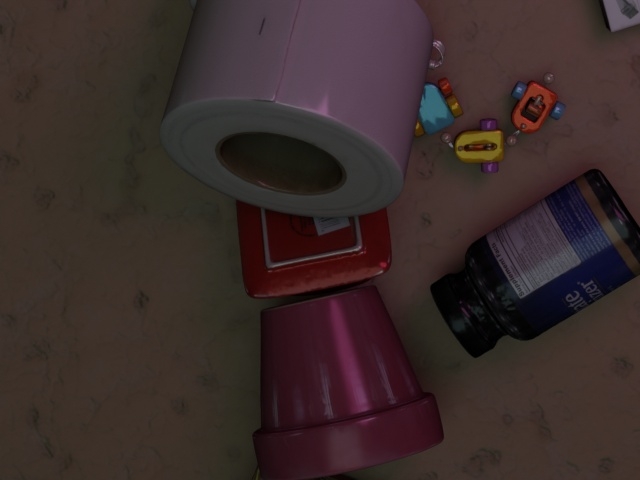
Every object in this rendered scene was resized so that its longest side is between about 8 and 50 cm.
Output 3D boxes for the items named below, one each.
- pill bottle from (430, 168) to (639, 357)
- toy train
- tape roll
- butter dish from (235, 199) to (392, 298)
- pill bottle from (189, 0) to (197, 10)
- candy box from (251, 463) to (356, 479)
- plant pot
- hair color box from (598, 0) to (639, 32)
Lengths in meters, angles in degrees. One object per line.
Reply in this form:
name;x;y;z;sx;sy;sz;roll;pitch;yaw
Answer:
pill bottle;0.232;0.029;1.586;0.219;0.123;0.123;-33;98;12
toy train;0.167;-0.144;1.594;0.166;0.046;0.125;24;102;-3
tape roll;-0.022;-0.148;1.483;0.246;0.246;0.169;12;68;3
butter dish;0.000;0.000;1.611;0.160;0.118;0.160;-12;60;8
pill bottle;-0.044;-0.267;1.559;0.169;0.094;0.094;12;104;3
candy box;-0.037;0.416;1.717;0.183;0.087;0.316;21;104;1
plant pot;0.017;0.148;1.606;0.201;0.201;0.180;-12;89;8
hair color box;0.364;-0.284;1.538;0.167;0.053;0.093;-16;102;8
